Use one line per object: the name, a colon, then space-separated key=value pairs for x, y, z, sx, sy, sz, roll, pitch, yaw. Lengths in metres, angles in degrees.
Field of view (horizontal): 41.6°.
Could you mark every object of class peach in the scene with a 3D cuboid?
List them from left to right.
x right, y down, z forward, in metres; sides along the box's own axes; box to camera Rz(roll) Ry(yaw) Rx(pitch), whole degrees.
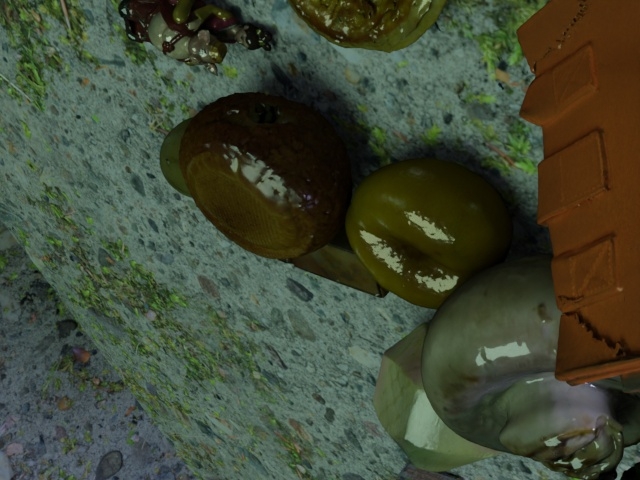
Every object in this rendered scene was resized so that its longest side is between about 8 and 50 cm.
peach: x=0.154 y=-0.011 z=1.227 sx=0.251 sy=0.153 sz=0.251 roll=15 pitch=138 yaw=14

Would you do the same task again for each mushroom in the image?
mushroom: x=0.310 y=0.188 z=1.098 sx=0.362 sy=0.294 sz=0.362 roll=4 pitch=145 yaw=3

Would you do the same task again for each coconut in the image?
coconut: x=0.212 y=0.272 z=1.411 sx=0.259 sy=0.259 sz=0.259 roll=29 pitch=144 yaw=24

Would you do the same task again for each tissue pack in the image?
tissue pack: x=0.248 y=0.547 z=1.815 sx=0.148 sy=0.060 sz=0.108 roll=5 pitch=130 yaw=43

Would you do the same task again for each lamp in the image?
lamp: x=-0.198 y=-0.325 z=1.317 sx=0.253 sy=0.118 sz=0.118 roll=31 pitch=144 yaw=24

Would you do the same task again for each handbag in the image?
handbag: x=0.325 y=-0.082 z=0.784 sx=0.116 sy=0.410 sz=0.303 roll=8 pitch=159 yaw=-24

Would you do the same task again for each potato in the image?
potato: x=-0.215 y=-0.150 z=1.512 sx=0.194 sy=0.157 sz=0.157 roll=21 pitch=142 yaw=53

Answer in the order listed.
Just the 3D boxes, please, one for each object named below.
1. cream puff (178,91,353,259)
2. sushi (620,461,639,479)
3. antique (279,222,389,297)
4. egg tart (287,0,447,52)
cream puff: x=-0.076 y=-0.112 z=1.323 sx=0.303 sy=0.212 sz=0.303 roll=27 pitch=152 yaw=16
sushi: x=0.558 y=0.308 z=1.010 sx=0.294 sy=0.178 sz=0.352 roll=-1 pitch=149 yaw=-10
antique: x=0.000 y=0.000 z=1.474 sx=0.310 sy=0.087 sz=0.093 roll=18 pitch=139 yaw=34
egg tart: x=0.052 y=-0.366 z=0.995 sx=0.290 sy=0.115 sz=0.290 roll=28 pitch=141 yaw=25
